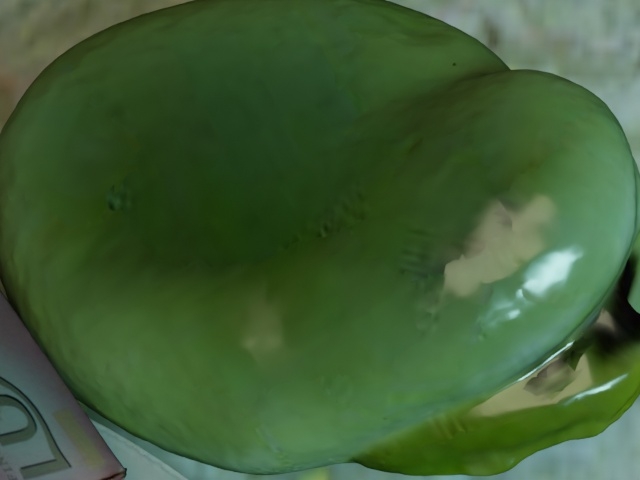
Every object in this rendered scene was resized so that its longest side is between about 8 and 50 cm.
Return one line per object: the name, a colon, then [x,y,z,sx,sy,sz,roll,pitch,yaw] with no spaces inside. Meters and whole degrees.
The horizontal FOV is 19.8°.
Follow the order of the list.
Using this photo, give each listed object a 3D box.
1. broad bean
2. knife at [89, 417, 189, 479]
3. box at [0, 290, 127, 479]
broad bean: [0.000,0.000,0.587,0.228,0.100,0.169,27,75,28]
knife: [-0.016,0.135,0.549,0.336,0.043,0.081,40,124,21]
box: [-0.142,0.058,0.582,0.156,0.060,0.111,50,124,24]
